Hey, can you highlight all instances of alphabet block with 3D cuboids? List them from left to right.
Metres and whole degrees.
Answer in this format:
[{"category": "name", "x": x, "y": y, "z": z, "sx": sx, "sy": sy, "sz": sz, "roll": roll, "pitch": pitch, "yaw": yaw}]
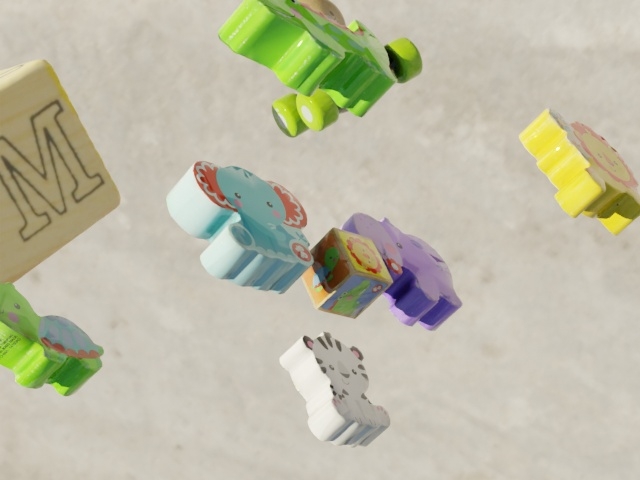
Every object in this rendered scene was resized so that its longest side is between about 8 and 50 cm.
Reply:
[{"category": "alphabet block", "x": -0.381, "y": -0.068, "z": 1.426, "sx": 0.192, "sy": 0.197, "sz": 0.193, "roll": -2, "pitch": 120, "yaw": 45}]

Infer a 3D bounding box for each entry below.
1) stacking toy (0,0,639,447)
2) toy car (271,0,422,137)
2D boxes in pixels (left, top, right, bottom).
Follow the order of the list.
[{"category": "stacking toy", "x": 0.000, "y": 0.000, "z": 0.471, "sx": 0.167, "sy": 0.221, "sz": 0.052, "roll": -44, "pitch": 51, "yaw": 25}, {"category": "toy car", "x": -0.001, "y": -0.241, "z": 1.498, "sx": 0.188, "sy": 0.155, "sz": 0.149, "roll": 63, "pitch": 158, "yaw": -10}]
